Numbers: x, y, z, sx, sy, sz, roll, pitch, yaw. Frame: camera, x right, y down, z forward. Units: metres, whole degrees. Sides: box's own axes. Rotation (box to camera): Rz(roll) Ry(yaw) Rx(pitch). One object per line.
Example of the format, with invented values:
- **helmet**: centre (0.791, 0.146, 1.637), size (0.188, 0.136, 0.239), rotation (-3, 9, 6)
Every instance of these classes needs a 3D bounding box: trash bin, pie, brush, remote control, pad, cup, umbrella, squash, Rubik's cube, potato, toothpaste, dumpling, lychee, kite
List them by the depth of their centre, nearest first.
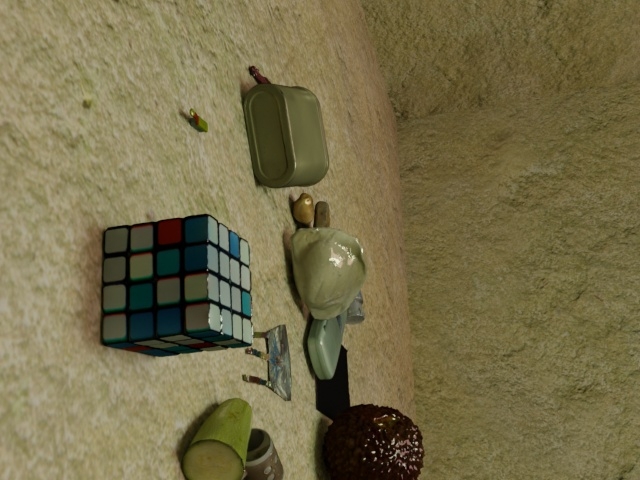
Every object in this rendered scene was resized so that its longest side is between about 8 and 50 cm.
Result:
- **Rubik's cube**: centre (-0.185, 0.066, 0.963), size (0.154, 0.151, 0.154), rotation (41, 44, -68)
- **squash**: centre (-0.145, 0.307, 1.154), size (0.224, 0.095, 0.094), rotation (-64, 144, -76)
- **cup**: centre (-0.109, 0.395, 1.251), size (0.102, 0.074, 0.099), rotation (-80, 158, -51)
- **brush**: centre (-0.216, -0.208, 1.255), size (0.083, 0.021, 0.018), rotation (49, 37, -76)
- **kite**: centre (-0.101, 0.254, 1.491), size (0.310, 0.015, 0.169), rotation (28, 57, -74)
- **trash bin**: centre (-0.076, -0.236, 1.657), size (0.247, 0.121, 0.243), rotation (-28, 109, -72)
- **umbrella**: centre (-0.130, -0.367, 1.698), size (0.165, 0.025, 0.027), rotation (36, 70, -69)
- **dumpling**: centre (0.025, 0.079, 1.747), size (0.131, 0.180, 0.251), rotation (-117, -166, -70)
- **lychee**: centre (0.127, 0.540, 1.800), size (0.267, 0.268, 0.267), rotation (-8, 90, -76)
- **potato**: centre (-0.041, -0.082, 1.824), size (0.068, 0.062, 0.083), rotation (61, -35, 33)
- **remote control**: centre (0.020, 0.228, 1.889), size (0.296, 0.056, 0.140), rotation (-73, 150, -57)
- **pie**: centre (0.000, 0.000, 1.890), size (0.195, 0.046, 0.195), rotation (-177, -90, -89)
- **pad**: centre (0.036, 0.380, 2.007), size (0.367, 0.007, 0.247), rotation (54, 31, -62)
- **toothpaste**: centre (0.083, 0.112, 2.239), size (0.114, 0.073, 0.299), rotation (60, 19, -56)
